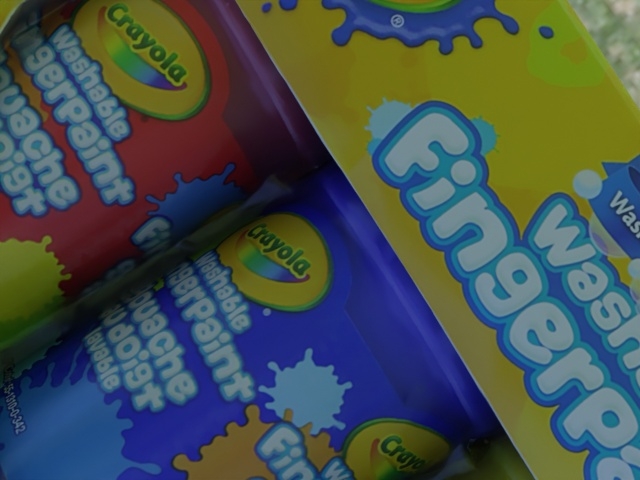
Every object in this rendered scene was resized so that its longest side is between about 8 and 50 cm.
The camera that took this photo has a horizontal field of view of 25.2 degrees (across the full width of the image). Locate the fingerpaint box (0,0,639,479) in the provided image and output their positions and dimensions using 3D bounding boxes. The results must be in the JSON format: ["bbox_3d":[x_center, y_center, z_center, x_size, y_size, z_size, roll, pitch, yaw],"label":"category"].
[{"bbox_3d":[-0.016,0.058,0.645,0.445,0.371,0.163,59,178,6],"label":"fingerpaint box"}]
